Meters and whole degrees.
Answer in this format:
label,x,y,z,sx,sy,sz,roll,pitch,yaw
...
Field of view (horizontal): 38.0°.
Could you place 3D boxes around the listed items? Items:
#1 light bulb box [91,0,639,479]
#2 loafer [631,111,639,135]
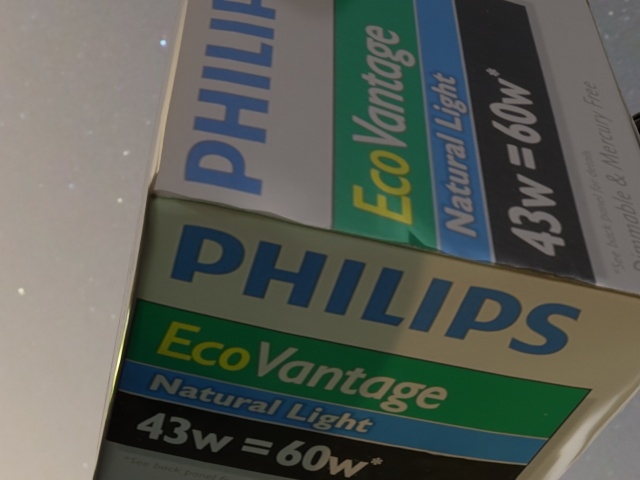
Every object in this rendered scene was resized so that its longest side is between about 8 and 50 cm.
label,x,y,z,sx,sy,sz,roll,pitch,yaw
light bulb box,0.000,0.000,0.571,0.361,0.225,0.358,113,-16,-44
loafer,0.298,-0.063,0.997,0.084,0.096,0.267,32,-59,-7
